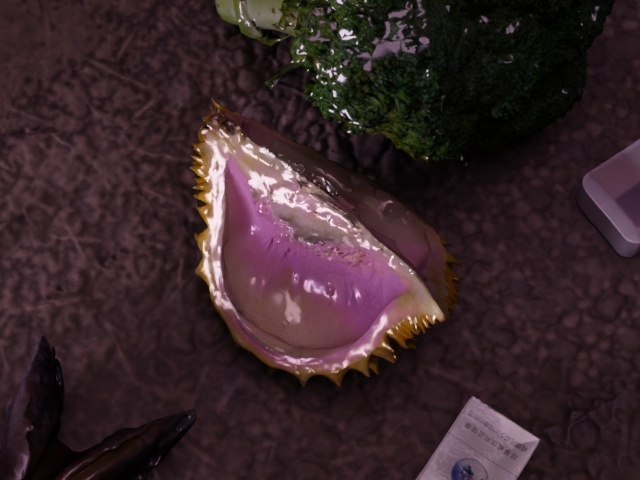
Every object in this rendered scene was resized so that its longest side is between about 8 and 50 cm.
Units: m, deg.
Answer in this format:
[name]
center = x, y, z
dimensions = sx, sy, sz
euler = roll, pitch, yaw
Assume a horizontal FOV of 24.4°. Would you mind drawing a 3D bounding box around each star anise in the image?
[star anise]
center = -0.183, 0.177, 0.853
dimensions = 0.212, 0.129, 0.283
euler = 43, 61, 8

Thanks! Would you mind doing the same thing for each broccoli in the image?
[broccoli]
center = 0.061, -0.185, 0.970
dimensions = 0.283, 0.321, 0.304
euler = -4, 72, 36

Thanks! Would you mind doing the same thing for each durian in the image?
[durian]
center = 0.002, 0.000, 0.939
dimensions = 0.182, 0.132, 0.165
euler = 11, 57, 5

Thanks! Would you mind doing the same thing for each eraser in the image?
[eraser]
center = 0.234, -0.039, 1.029
dimensions = 0.105, 0.026, 0.065
euler = -33, 69, -17

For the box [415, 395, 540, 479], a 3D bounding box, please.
[box]
center = 0.095, 0.147, 0.936
dimensions = 0.054, 0.024, 0.083
euler = 33, 66, 9
